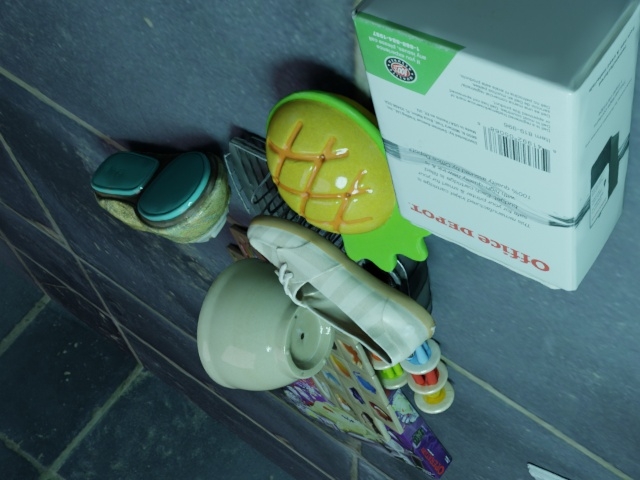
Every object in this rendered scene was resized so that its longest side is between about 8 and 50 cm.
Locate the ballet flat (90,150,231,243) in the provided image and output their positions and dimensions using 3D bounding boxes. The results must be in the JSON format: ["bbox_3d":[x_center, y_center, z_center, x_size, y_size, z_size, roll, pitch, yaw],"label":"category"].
[{"bbox_3d":[-0.180,-0.049,1.145,0.123,0.123,0.349,50,161,-28],"label":"ballet flat"}]

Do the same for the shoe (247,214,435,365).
[{"bbox_3d":[0.006,0.045,0.887,0.219,0.058,0.076,32,159,23],"label":"shoe"}]

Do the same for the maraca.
[{"bbox_3d":[0.024,-0.050,0.799,0.127,0.099,0.185,-20,112,50],"label":"maraca"}]

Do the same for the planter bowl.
[{"bbox_3d":[-0.052,0.108,1.095,0.109,0.162,0.162,9,145,38],"label":"planter bowl"}]

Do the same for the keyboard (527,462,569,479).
[{"bbox_3d":[0.380,0.349,1.173,0.256,0.014,0.072,15,154,48],"label":"keyboard"}]

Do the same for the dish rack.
[{"bbox_3d":[0.000,0.000,0.994,0.272,0.074,0.208,29,157,25],"label":"dish rack"}]

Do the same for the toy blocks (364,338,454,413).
[{"bbox_3d":[0.101,0.143,1.150,0.123,0.054,0.148,26,154,35],"label":"toy blocks"}]

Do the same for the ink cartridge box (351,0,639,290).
[{"bbox_3d":[0.120,-0.077,0.611,0.153,0.087,0.208,27,156,28],"label":"ink cartridge box"}]

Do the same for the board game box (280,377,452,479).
[{"bbox_3d":[0.040,0.269,1.529,0.347,0.056,0.208,15,144,48],"label":"board game box"}]

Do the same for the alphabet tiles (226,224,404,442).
[{"bbox_3d":[-0.012,0.132,1.276,0.285,0.011,0.342,25,148,51],"label":"alphabet tiles"}]
